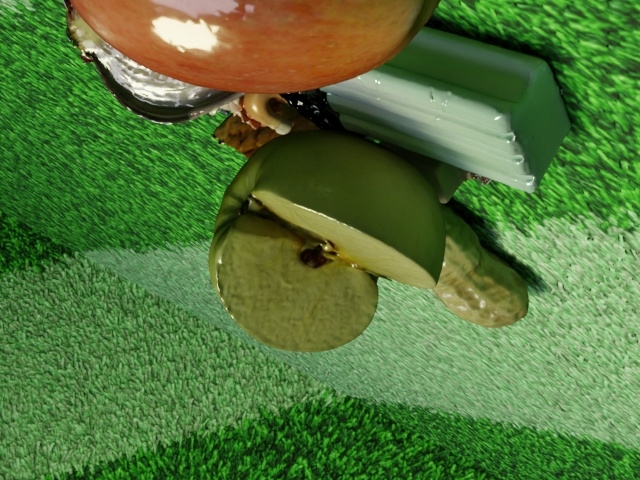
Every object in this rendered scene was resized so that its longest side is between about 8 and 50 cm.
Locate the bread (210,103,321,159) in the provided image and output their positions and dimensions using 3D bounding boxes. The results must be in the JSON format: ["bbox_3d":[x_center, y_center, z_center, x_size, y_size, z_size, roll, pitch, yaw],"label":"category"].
[{"bbox_3d":[-0.041,-0.139,1.823,0.129,0.134,0.260,31,-170,-45],"label":"bread"}]

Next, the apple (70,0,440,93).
[{"bbox_3d":[-0.036,-0.288,1.007,0.364,0.364,0.364,30,164,10],"label":"apple"}]

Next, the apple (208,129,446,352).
[{"bbox_3d":[0.005,-0.018,1.595,0.258,0.233,0.295,28,132,-24],"label":"apple"}]

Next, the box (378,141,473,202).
[{"bbox_3d":[0.133,-0.103,1.671,0.122,0.062,0.089,19,155,31],"label":"box"}]

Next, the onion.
[{"bbox_3d":[-0.124,-0.298,1.503,0.349,0.159,0.267,-8,118,13],"label":"onion"}]

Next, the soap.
[{"bbox_3d":[0.138,-0.169,1.470,0.289,0.095,0.173,22,162,33],"label":"soap"}]

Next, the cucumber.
[{"bbox_3d":[-0.053,-0.239,1.668,0.303,0.072,0.081,39,176,-19],"label":"cucumber"}]

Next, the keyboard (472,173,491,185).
[{"bbox_3d":[0.162,-0.127,1.687,0.166,0.017,0.055,33,164,-1],"label":"keyboard"}]

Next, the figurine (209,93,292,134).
[{"bbox_3d":[-0.119,-0.223,1.772,0.195,0.111,0.102,24,175,45],"label":"figurine"}]

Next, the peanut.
[{"bbox_3d":[0.207,0.036,1.907,0.298,0.120,0.136,38,168,-28],"label":"peanut"}]
